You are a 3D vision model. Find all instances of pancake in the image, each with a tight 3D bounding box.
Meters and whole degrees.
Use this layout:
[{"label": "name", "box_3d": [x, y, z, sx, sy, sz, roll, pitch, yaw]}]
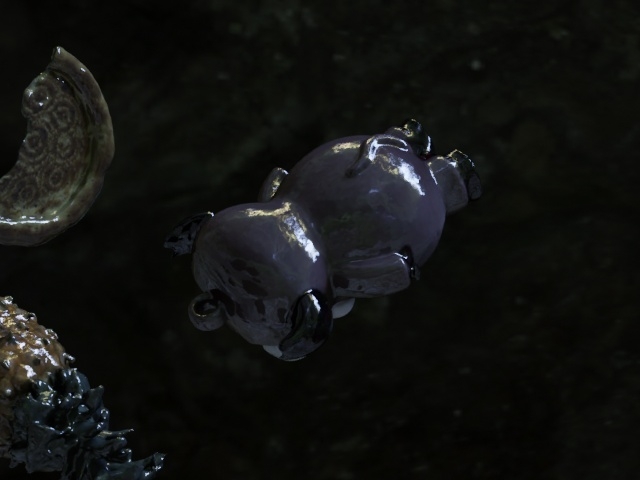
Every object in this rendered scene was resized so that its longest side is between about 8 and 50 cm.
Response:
[{"label": "pancake", "box_3d": [-0.267, -0.088, 1.624, 0.020, 0.184, 0.190, 11, -79, 46]}]

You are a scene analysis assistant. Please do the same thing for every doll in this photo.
[{"label": "doll", "box_3d": [0.001, -0.002, 1.388, 0.257, 0.117, 0.182, -39, -132, -17]}]

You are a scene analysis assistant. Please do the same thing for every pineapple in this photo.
[{"label": "pineapple", "box_3d": [-0.188, 0.112, 1.128, 0.198, 0.108, 0.108, 33, -72, 30]}]
